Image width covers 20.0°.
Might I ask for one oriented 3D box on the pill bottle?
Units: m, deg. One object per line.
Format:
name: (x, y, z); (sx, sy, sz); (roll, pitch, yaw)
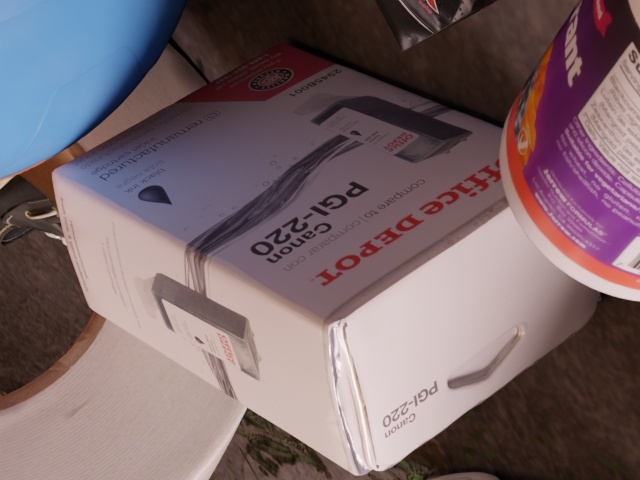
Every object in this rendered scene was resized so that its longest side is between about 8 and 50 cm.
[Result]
pill bottle: (0.141, -0.065, 0.621); (0.108, 0.108, 0.193); (51, 152, 12)

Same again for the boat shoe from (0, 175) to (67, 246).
boat shoe: (-0.173, -0.025, 1.199); (0.079, 0.084, 0.233); (59, 150, -3)

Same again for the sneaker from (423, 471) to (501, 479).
sneaker: (0.110, 0.197, 0.978); (0.217, 0.079, 0.121); (-4, 114, 58)

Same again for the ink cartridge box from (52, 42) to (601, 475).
ink cartridge box: (0.000, 0.000, 0.862); (0.218, 0.158, 0.092); (28, 140, 43)

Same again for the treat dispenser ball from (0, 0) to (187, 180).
treat dispenser ball: (-0.201, -0.165, 0.873); (0.288, 0.288, 0.288); (39, 148, 31)

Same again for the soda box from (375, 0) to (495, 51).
soda box: (0.076, -0.127, 0.706); (0.053, 0.060, 0.169); (61, 155, -3)

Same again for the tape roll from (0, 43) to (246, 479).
tape roll: (-0.214, 0.016, 0.983); (0.392, 0.392, 0.072); (50, 152, 14)
